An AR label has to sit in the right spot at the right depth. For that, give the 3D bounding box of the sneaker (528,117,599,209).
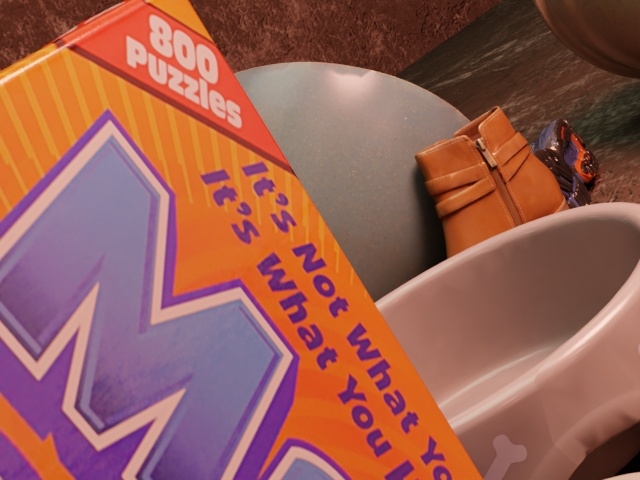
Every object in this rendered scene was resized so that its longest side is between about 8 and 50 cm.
[{"bbox_3d":[0.210,-0.044,1.232,0.087,0.083,0.221,-41,0,28],"label":"sneaker"}]

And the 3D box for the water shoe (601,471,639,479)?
[{"bbox_3d":[0.107,0.173,0.583,0.203,0.073,0.080,-30,32,31],"label":"water shoe"}]

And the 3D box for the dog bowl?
[{"bbox_3d":[0.100,0.097,0.804,0.349,0.102,0.349,-30,12,7],"label":"dog bowl"}]

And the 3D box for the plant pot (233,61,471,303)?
[{"bbox_3d":[0.000,0.000,1.171,0.290,0.290,0.195,-21,50,45],"label":"plant pot"}]

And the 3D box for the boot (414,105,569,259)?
[{"bbox_3d":[0.119,-0.007,1.072,0.197,0.152,0.073,-37,12,-25],"label":"boot"}]

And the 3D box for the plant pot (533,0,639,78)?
[{"bbox_3d":[0.395,-0.285,1.222,0.334,0.334,0.305,-31,21,3],"label":"plant pot"}]

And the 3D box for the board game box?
[{"bbox_3d":[-0.159,0.191,0.416,0.356,0.356,0.356,-25,13,31],"label":"board game box"}]
